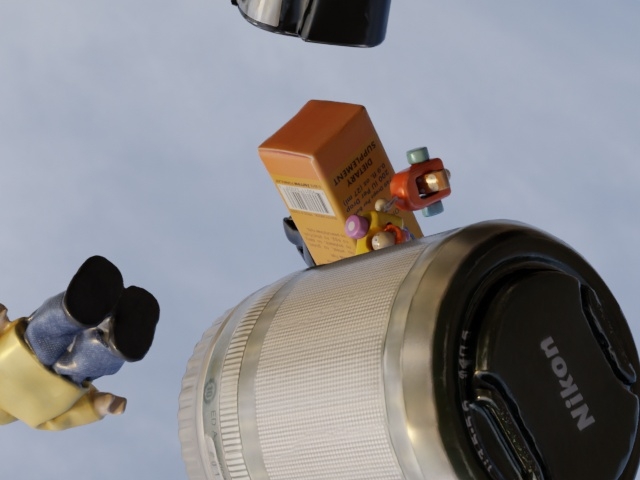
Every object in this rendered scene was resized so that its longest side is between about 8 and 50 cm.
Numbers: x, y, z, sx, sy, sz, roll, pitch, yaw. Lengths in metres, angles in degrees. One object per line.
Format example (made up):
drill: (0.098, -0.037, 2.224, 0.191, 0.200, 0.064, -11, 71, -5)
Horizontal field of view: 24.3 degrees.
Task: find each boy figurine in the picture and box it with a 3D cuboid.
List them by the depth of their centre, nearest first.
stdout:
boy figurine: (-0.274, 0.125, 1.475, 0.177, 0.285, 0.092, 38, -134, -19)

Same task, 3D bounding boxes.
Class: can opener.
can opener: (0.000, 0.000, 1.684, 0.059, 0.073, 0.186, -36, -165, -2)

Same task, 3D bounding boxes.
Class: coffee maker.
coffee maker: (0.028, -0.241, 1.127, 0.171, 0.178, 0.120, 18, -144, 9)

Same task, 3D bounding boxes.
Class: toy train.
toy train: (0.086, 0.011, 1.212, 0.125, 0.166, 0.046, -20, -171, -39)

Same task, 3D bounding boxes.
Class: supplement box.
supplement box: (0.037, -0.005, 1.284, 0.080, 0.233, 0.078, 12, -132, 46)

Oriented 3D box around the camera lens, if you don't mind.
camera lens: (0.061, 0.113, 1.003, 0.274, 0.219, 0.219, -16, -172, 47)
